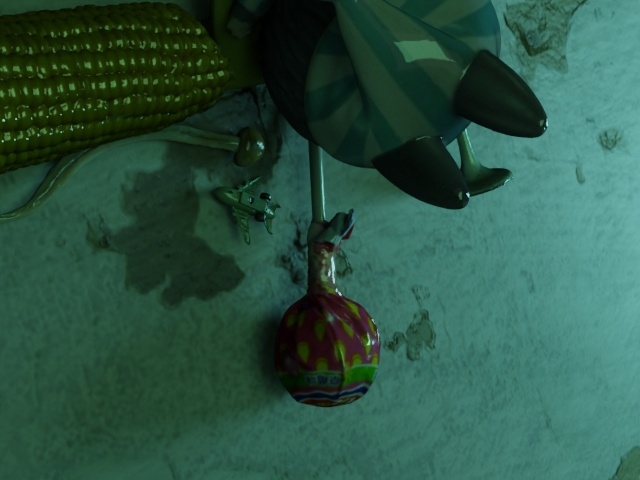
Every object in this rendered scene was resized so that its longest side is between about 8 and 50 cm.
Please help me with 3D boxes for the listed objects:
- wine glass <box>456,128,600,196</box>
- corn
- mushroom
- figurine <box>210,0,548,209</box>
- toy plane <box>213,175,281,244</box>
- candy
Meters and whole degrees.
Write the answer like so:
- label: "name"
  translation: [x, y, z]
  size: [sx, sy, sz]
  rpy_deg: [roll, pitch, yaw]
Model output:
- label: "wine glass"
  translation: [0.196, -0.207, 1.191]
  size: [0.096, 0.264, 0.309]
  rpy_deg: [-27, 108, -35]
- label: "corn"
  translation: [-0.255, -0.137, 0.943]
  size: [0.387, 0.144, 0.144]
  rpy_deg: [-24, 106, -37]
- label: "mushroom"
  translation: [-0.189, -0.081, 1.057]
  size: [0.306, 0.043, 0.068]
  rpy_deg: [-15, 76, -34]
- label: "figurine"
  translation: [0.087, -0.225, 0.992]
  size: [0.266, 0.377, 0.361]
  rpy_deg: [-38, 143, -23]
- label: "toy plane"
  translation: [-0.078, -0.039, 1.139]
  size: [0.083, 0.033, 0.080]
  rpy_deg: [26, 65, -34]
- label: "candy"
  translation: [0.000, 0.000, 1.173]
  size: [0.124, 0.124, 0.365]
  rpy_deg: [4, 80, -37]
